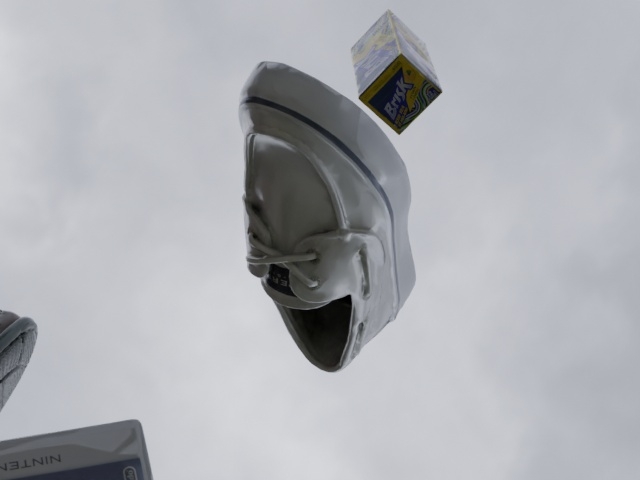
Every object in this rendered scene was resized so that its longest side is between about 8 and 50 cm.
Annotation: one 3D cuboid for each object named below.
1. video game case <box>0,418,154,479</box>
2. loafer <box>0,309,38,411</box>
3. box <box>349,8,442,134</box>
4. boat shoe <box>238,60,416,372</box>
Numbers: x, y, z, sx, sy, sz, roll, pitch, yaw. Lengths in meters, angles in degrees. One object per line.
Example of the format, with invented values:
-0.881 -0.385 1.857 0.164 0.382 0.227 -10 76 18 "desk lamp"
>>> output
-0.162 0.185 0.746 0.183 0.201 0.023 -8 -41 -12 "video game case"
-0.301 0.139 1.068 0.084 0.267 0.096 26 -36 10 "loafer"
0.068 -0.159 1.415 0.054 0.169 0.059 40 -74 -17 "box"
0.000 0.000 0.868 0.095 0.084 0.258 21 -23 26 "boat shoe"
